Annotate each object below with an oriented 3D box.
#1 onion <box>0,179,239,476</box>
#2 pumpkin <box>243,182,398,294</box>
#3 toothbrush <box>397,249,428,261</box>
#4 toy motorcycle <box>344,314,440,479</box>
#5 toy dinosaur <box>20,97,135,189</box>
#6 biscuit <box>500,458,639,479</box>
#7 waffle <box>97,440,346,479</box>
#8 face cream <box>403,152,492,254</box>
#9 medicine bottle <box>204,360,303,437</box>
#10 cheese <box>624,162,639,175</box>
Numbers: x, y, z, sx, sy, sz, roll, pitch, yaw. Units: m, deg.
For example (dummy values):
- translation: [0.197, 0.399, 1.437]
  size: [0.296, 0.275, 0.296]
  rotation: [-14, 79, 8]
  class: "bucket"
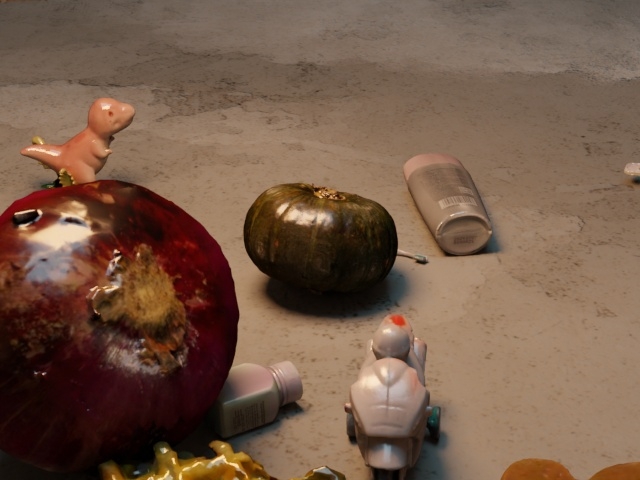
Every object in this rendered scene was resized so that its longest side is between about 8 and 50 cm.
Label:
- translation: [-0.286, 0.112, 1.462]
  size: [0.348, 0.347, 0.385]
  rotation: [-25, -3, -40]
  class: "onion"
- translation: [0.000, 0.000, 1.808]
  size: [0.224, 0.157, 0.223]
  rotation: [7, 11, -1]
  class: "pumpkin"
- translation: [0.093, 0.011, 1.942]
  size: [0.162, 0.014, 0.017]
  rotation: [15, 11, 32]
  class: "toothbrush"
- translation: [0.082, 0.170, 1.430]
  size: [0.110, 0.170, 0.260]
  rotation: [3, 28, 6]
  class: "toy motorcycle"
- translation: [-0.401, -0.143, 2.107]
  size: [0.194, 0.177, 0.152]
  rotation: [-2, 25, 4]
  class: "toy dinosaur"
- translation: [0.280, 0.311, 1.254]
  size: [0.355, 0.052, 0.275]
  rotation: [-8, 30, -15]
  class: "biscuit"
- translation: [-0.099, 0.333, 1.192]
  size: [0.382, 0.095, 0.379]
  rotation: [11, 29, 20]
  class: "waffle"
- translation: [0.205, -0.066, 2.026]
  size: [0.107, 0.073, 0.269]
  rotation: [0, 25, -7]
  class: "face cream"
- translation: [-0.084, 0.187, 1.535]
  size: [0.118, 0.055, 0.074]
  rotation: [-17, 29, -27]
  class: "medicine bottle"
- translation: [0.637, -0.109, 2.113]
  size: [0.252, 0.054, 0.127]
  rotation: [6, 27, 18]
  class: "cheese"
